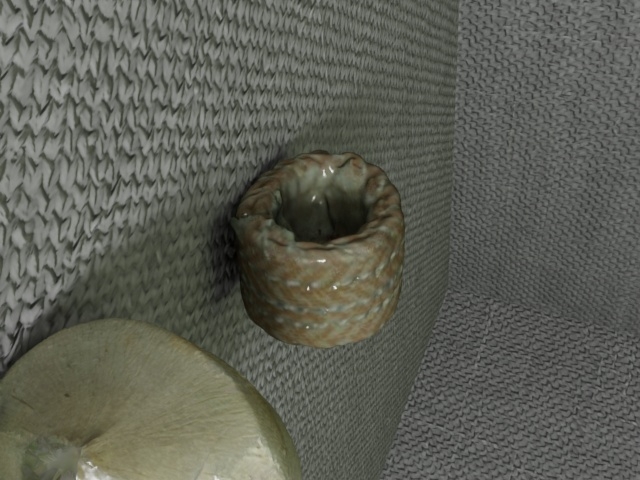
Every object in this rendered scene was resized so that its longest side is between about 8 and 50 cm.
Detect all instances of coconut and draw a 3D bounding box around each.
[{"bbox_3d":[-0.141,0.188,0.661,0.247,0.245,0.245,52,55,-68],"label":"coconut"}]

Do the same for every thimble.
[{"bbox_3d":[0.004,0.004,1.028,0.229,0.196,0.148,-55,153,-47],"label":"thimble"}]
